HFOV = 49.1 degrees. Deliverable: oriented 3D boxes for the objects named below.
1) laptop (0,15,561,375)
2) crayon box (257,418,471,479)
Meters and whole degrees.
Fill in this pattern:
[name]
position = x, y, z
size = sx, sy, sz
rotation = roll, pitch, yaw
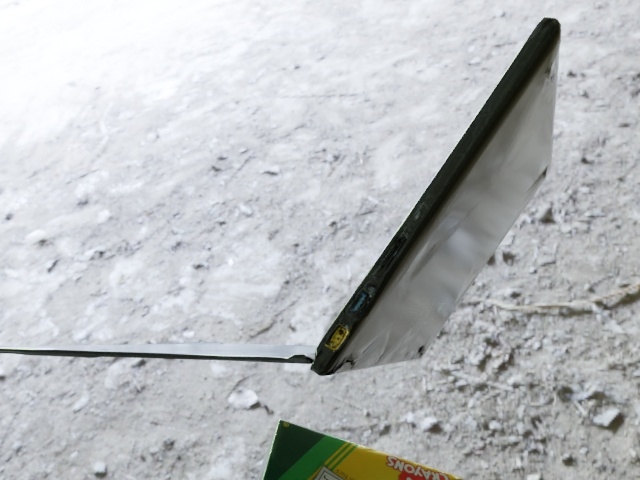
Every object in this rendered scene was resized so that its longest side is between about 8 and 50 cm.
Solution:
[laptop]
position = 0.000, 0.000, 0.639
size = 0.236, 0.382, 0.408
rotation = 35, 94, 18
[crayon box]
position = 0.083, 0.395, 0.772
size = 0.363, 0.106, 0.313
rotation = 18, 32, -2
